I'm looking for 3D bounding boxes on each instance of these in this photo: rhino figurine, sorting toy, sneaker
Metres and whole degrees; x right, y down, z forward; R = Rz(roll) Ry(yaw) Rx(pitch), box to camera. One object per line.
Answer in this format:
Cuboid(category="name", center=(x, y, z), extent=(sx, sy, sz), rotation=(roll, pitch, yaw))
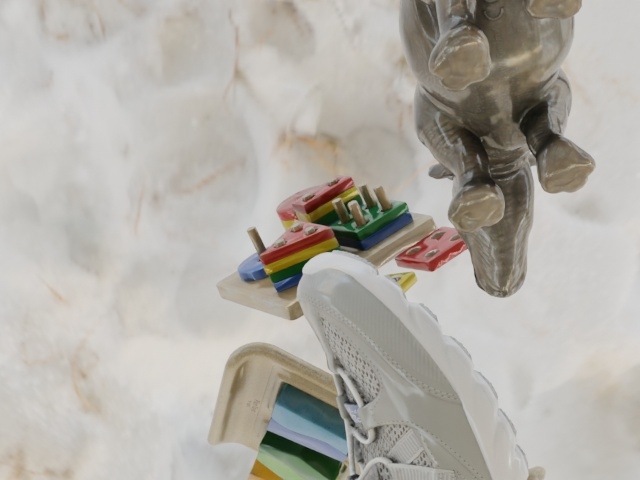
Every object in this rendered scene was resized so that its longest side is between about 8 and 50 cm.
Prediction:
Cuboid(category="rhino figurine", center=(0.075, -0.060, 0.748), extent=(0.073, 0.243, 0.106), rotation=(-11, 52, -1))
Cuboid(category="sorting toy", center=(0.024, 0.180, 1.290), extent=(0.229, 0.307, 0.041), rotation=(23, 66, 2))
Cuboid(category="sneaker", center=(0.050, 0.139, 0.889), extent=(0.115, 0.105, 0.281), rotation=(-27, 89, -6))
Cuboid(category="sorting toy", center=(0.000, 0.000, 1.271), extent=(0.132, 0.274, 0.046), rotation=(-31, 108, -20))
